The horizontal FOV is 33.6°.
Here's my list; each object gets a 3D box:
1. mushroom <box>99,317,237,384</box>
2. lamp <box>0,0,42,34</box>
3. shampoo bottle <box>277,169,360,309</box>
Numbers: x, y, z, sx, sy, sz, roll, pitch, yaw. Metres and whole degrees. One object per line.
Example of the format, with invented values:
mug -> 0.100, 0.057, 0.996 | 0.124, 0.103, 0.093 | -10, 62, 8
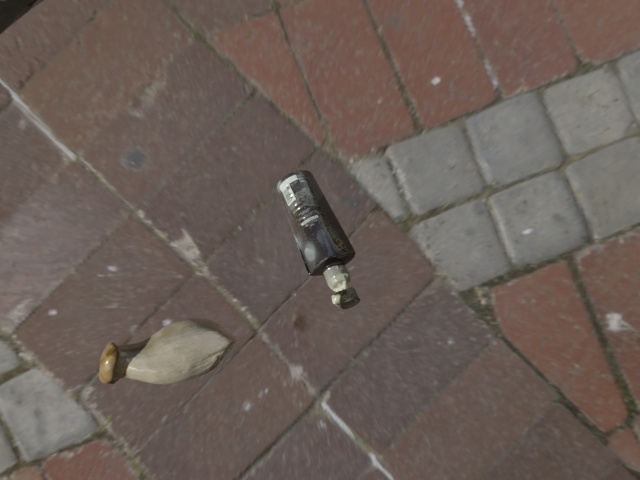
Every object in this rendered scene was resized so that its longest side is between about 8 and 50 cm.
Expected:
mushroom -> -0.231, 0.169, 1.602 | 0.212, 0.097, 0.088 | -13, 119, -8
lamp -> -0.302, -0.248, 0.788 | 0.182, 0.314, 0.182 | -14, 119, -26
shampoo bottle -> 0.000, 0.001, 1.461 | 0.063, 0.057, 0.208 | -3, 57, -40
